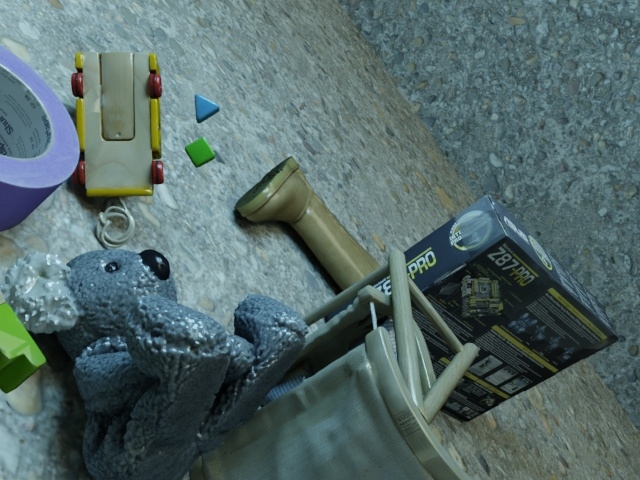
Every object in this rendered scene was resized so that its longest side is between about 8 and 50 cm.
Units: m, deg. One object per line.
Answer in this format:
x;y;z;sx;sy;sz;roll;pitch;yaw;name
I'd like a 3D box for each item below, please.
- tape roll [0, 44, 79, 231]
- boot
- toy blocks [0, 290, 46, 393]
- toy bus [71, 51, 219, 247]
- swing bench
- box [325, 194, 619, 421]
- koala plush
-0.332;-0.106;0.677;0.189;0.080;0.189;43;26;-27;tape roll
0.000;0.000;1.148;0.270;0.089;0.236;52;24;-9;boot
-0.378;-0.016;0.390;0.381;0.190;0.261;56;35;1;toy blocks
-0.233;-0.122;0.843;0.191;0.202;0.104;45;-6;-5;toy bus
0.015;0.179;0.731;0.165;0.253;0.255;50;23;-9;swing bench
0.248;0.135;1.146;0.395;0.318;0.097;34;32;-38;box
-0.170;0.090;0.646;0.221;0.203;0.196;41;15;23;koala plush
